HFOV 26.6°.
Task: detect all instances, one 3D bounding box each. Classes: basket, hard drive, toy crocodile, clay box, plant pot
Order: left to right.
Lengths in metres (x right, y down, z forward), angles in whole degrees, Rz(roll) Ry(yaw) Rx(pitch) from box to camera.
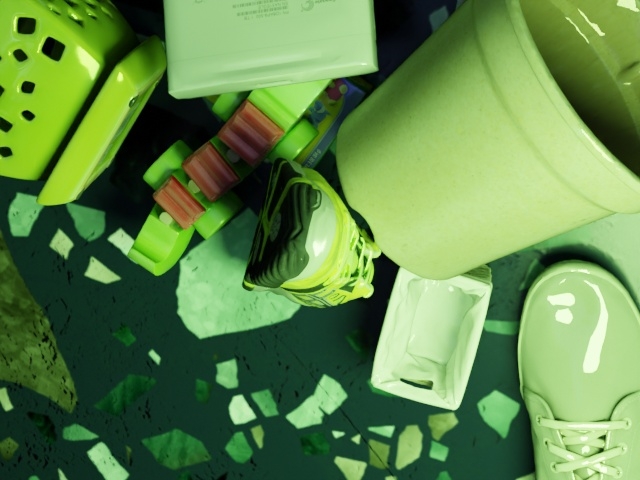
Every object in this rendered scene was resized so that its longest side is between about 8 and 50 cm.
[{"bbox_3d":[-0.317,-0.184,1.587,0.207,0.228,0.227,33,109,-4],"label":"plant pot"},{"bbox_3d":[-0.110,-0.094,1.574,0.115,0.105,0.340,46,115,-3],"label":"toy crocodile"},{"bbox_3d":[-0.065,-0.345,1.502,0.233,0.047,0.353,-6,81,14],"label":"hard drive"},{"bbox_3d":[-0.064,-0.197,1.611,0.222,0.053,0.127,36,111,0],"label":"clay box"},{"bbox_3d":[0.137,0.100,1.625,0.113,0.103,0.167,16,109,7],"label":"basket"},{"bbox_3d":[0.193,-0.117,1.449,0.305,0.334,0.334,-33,97,35],"label":"plant pot"}]

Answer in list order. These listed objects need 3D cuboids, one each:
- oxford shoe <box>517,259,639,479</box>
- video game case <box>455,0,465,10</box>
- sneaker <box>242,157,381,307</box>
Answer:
[{"bbox_3d":[0.322,0.246,1.614,0.169,0.130,0.449,-1,104,14],"label":"oxford shoe"},{"bbox_3d":[0.231,-0.291,1.539,0.143,0.019,0.157,12,108,9],"label":"video game case"},{"bbox_3d":[0.000,0.000,1.505,0.147,0.384,0.145,14,86,-3],"label":"sneaker"}]
